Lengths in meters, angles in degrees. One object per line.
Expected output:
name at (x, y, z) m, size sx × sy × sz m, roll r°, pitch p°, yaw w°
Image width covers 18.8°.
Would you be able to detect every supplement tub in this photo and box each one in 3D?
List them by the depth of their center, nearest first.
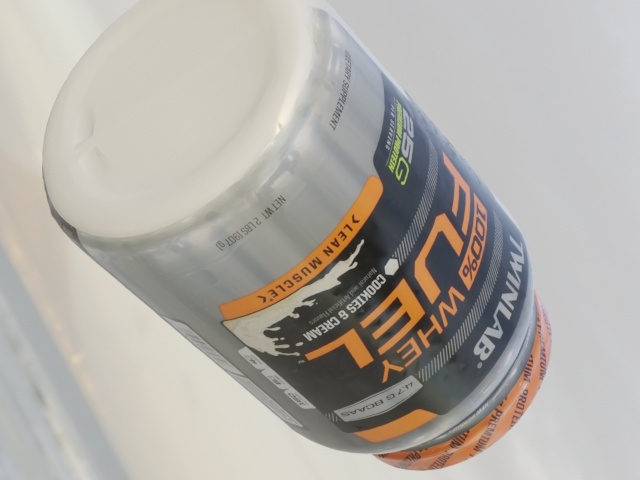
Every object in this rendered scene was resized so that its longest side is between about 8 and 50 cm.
supplement tub at (0.000, 0.000, 1.138) m, size 0.316 × 0.193 × 0.193 m, roll 44°, pitch 6°, yaw -43°
